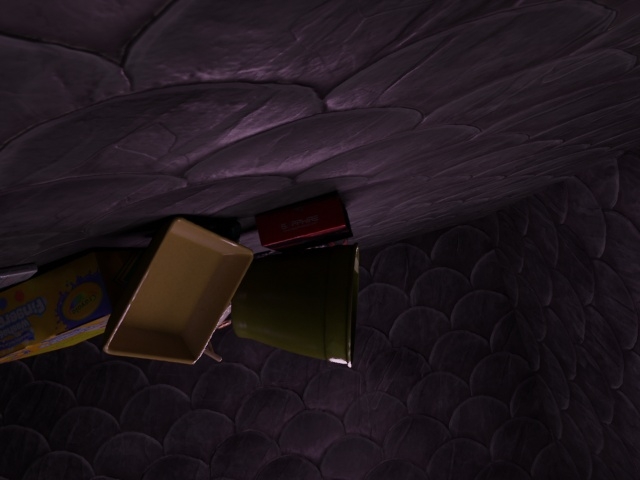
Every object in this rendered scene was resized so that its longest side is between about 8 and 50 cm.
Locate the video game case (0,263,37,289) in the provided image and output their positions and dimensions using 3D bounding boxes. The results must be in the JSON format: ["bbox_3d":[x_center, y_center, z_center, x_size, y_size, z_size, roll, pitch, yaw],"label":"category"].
[{"bbox_3d":[-0.760,0.095,1.364,0.173,0.022,0.190,-12,174,-39],"label":"video game case"}]

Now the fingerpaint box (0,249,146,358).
[{"bbox_3d":[-0.634,0.167,1.583,0.444,0.163,0.371,-22,174,16],"label":"fingerpaint box"}]

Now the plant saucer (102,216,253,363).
[{"bbox_3d":[-0.342,0.118,1.419,0.081,0.333,0.332,27,178,29],"label":"plant saucer"}]

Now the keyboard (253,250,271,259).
[{"bbox_3d":[-0.279,0.085,2.491,0.100,0.038,0.192,-12,172,-30],"label":"keyboard"}]

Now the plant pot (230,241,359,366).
[{"bbox_3d":[-0.071,0.179,1.780,0.353,0.367,0.366,3,176,6],"label":"plant pot"}]

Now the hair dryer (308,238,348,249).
[{"bbox_3d":[0.000,0.000,2.405,0.223,0.080,0.293,-1,178,34],"label":"hair dryer"}]

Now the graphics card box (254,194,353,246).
[{"bbox_3d":[-0.034,-0.038,1.710,0.232,0.094,0.371,-15,175,4],"label":"graphics card box"}]

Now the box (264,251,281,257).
[{"bbox_3d":[-0.157,0.122,2.646,0.163,0.142,0.247,-11,172,-42],"label":"box"}]

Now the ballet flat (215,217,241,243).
[{"bbox_3d":[-0.243,-0.006,1.573,0.074,0.074,0.203,-14,174,-15],"label":"ballet flat"}]

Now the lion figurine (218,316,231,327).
[{"bbox_3d":[-0.553,0.279,2.471,0.240,0.142,0.392,-26,-142,-32],"label":"lion figurine"}]

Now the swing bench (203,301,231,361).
[{"bbox_3d":[-0.375,0.239,2.023,0.253,0.165,0.254,-46,133,11],"label":"swing bench"}]
